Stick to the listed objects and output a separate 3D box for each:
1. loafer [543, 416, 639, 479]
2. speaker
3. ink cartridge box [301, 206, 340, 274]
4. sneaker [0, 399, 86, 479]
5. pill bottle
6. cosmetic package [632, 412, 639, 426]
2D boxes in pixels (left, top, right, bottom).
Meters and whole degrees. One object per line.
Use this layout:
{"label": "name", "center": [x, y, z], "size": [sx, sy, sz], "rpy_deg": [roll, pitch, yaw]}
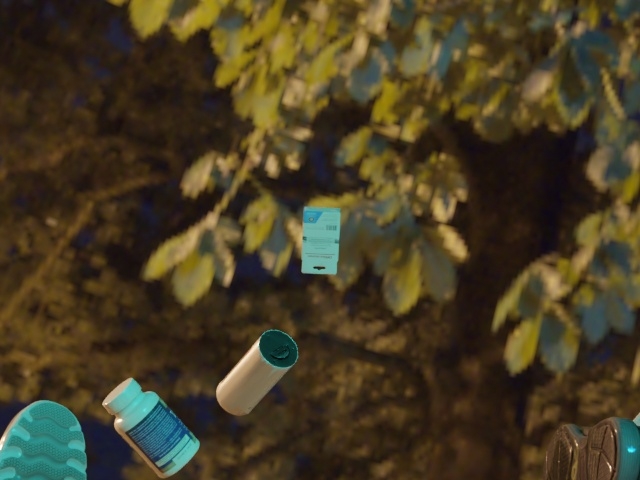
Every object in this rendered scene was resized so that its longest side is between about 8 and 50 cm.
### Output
{"label": "loafer", "center": [0.305, 0.241, 1.652], "size": [0.095, 0.109, 0.302], "rpy_deg": [5, -12, -5]}
{"label": "speaker", "center": [-0.080, 0.167, 2.008], "size": [0.055, 0.055, 0.136], "rpy_deg": [24, -40, -15]}
{"label": "ink cartridge box", "center": [0.000, 0.000, 2.075], "size": [0.048, 0.083, 0.028], "rpy_deg": [3, 14, -1]}
{"label": "sneaker", "center": [-0.327, 0.302, 1.663], "size": [0.105, 0.281, 0.115], "rpy_deg": [20, -12, -31]}
{"label": "pill bottle", "center": [-0.211, 0.229, 1.970], "size": [0.120, 0.067, 0.067], "rpy_deg": [49, -35, -12]}
{"label": "cosmetic package", "center": [0.613, 0.185, 2.013], "size": [0.097, 0.377, 0.284], "rpy_deg": [42, -3, -39]}
